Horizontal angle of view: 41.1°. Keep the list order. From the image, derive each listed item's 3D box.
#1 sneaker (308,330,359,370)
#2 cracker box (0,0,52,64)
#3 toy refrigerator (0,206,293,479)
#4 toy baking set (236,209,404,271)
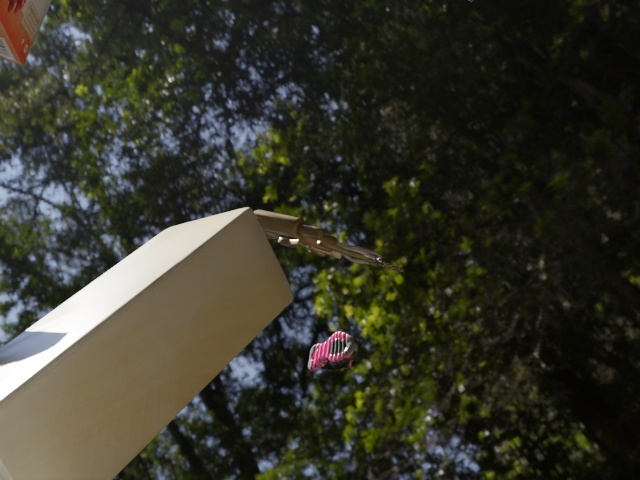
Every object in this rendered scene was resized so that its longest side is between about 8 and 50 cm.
[{"bbox_3d":[0.031,0.166,1.234,0.057,0.047,0.119,23,-26,-21],"label":"sneaker"},{"bbox_3d":[-0.257,-0.291,0.736,0.067,0.232,0.156,18,-14,-3],"label":"cracker box"},{"bbox_3d":[-0.139,0.083,0.601,0.102,0.094,0.269,-12,20,38],"label":"toy refrigerator"},{"bbox_3d":[-0.005,-0.002,1.292,0.197,0.256,0.030,23,-99,-51],"label":"toy baking set"}]
